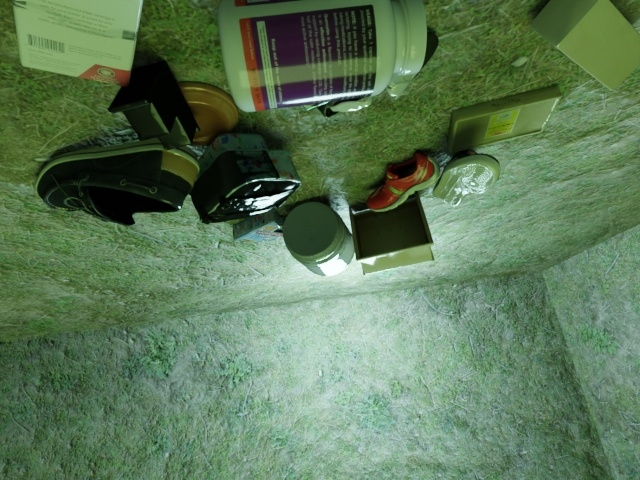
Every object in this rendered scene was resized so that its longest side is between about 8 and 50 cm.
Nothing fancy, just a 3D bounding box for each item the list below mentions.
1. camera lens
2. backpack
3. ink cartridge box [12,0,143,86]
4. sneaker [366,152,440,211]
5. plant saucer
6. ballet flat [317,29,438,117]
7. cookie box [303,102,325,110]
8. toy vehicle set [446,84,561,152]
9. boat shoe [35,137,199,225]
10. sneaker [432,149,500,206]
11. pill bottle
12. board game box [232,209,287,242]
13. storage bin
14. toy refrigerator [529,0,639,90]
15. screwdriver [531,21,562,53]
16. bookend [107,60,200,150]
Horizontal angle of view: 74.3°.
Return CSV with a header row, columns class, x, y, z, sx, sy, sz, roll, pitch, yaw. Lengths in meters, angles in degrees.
class,x,y,z,sx,sy,sz,roll,pitch,yaw
camera lens,0.000,0.000,1.536,0.219,0.219,0.274,-14,160,11
backpack,-0.184,-0.153,1.067,0.253,0.191,0.225,-8,163,-44
ink cartridge box,-0.356,-0.348,0.624,0.158,0.092,0.218,3,158,-30
sneaker,0.240,-0.192,1.343,0.118,0.107,0.279,25,139,-32
plant saucer,-0.283,-0.271,0.944,0.200,0.037,0.200,-8,160,-3
ballet flat,0.116,-0.329,0.880,0.280,0.096,0.095,-18,158,22
cookie box,0.006,-0.325,0.847,0.107,0.092,0.040,-16,162,17
toy vehicle set,0.487,-0.323,1.149,0.267,0.035,0.166,-12,160,7
boat shoe,-0.513,-0.118,1.021,0.500,0.156,0.187,-5,161,24
sneaker,0.430,-0.214,1.230,0.131,0.148,0.350,30,173,-1
pill bottle,0.002,-0.326,0.711,0.323,0.181,0.181,-8,160,-3
board game box,-0.189,-0.050,1.548,0.194,0.060,0.194,8,154,-40
storage bin,0.252,-0.031,1.526,0.262,0.260,0.123,-14,142,11
toy refrigerator,0.547,-0.408,0.850,0.269,0.094,0.102,6,137,-37
screwdriver,0.497,-0.431,0.896,0.170,0.024,0.025,15,120,-36
bookend,-0.305,-0.228,0.804,0.072,0.156,0.157,-12,136,8
